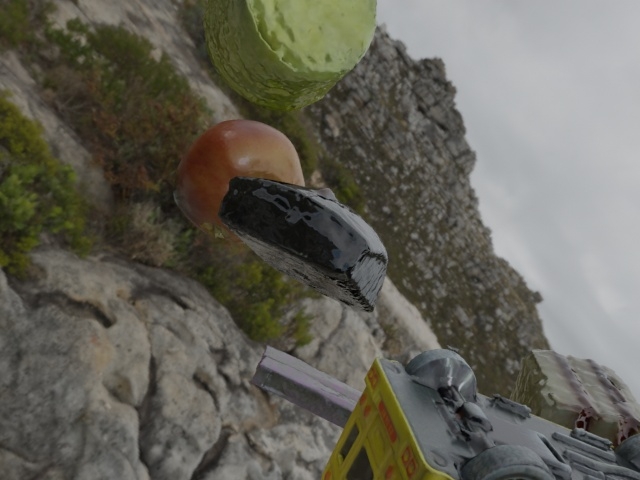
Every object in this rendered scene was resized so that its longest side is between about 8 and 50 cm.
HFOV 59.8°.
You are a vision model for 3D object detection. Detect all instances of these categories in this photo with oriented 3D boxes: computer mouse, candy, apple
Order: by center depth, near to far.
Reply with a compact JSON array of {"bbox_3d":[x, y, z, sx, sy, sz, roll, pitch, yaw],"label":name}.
[{"bbox_3d":[0.000,0.000,0.656,0.170,0.100,0.269,23,-11,16],"label":"computer mouse"},{"bbox_3d":[0.314,0.322,0.767,0.135,0.321,0.179,15,20,9],"label":"candy"},{"bbox_3d":[-0.108,-0.080,0.792,0.199,0.199,0.199,52,9,-12],"label":"apple"}]

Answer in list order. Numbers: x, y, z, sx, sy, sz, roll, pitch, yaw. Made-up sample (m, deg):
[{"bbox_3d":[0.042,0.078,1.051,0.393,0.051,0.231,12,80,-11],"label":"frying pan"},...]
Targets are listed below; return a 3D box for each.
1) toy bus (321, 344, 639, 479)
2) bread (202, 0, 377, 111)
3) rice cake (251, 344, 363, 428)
[{"bbox_3d":[0.173,0.209,0.408,0.330,0.152,0.144,24,12,-14],"label":"toy bus"},{"bbox_3d":[-0.026,-0.167,0.447,0.129,0.111,0.114,6,-1,-20],"label":"bread"},{"bbox_3d":[0.014,0.285,1.008,0.297,0.050,0.106,25,9,7],"label":"rice cake"}]
